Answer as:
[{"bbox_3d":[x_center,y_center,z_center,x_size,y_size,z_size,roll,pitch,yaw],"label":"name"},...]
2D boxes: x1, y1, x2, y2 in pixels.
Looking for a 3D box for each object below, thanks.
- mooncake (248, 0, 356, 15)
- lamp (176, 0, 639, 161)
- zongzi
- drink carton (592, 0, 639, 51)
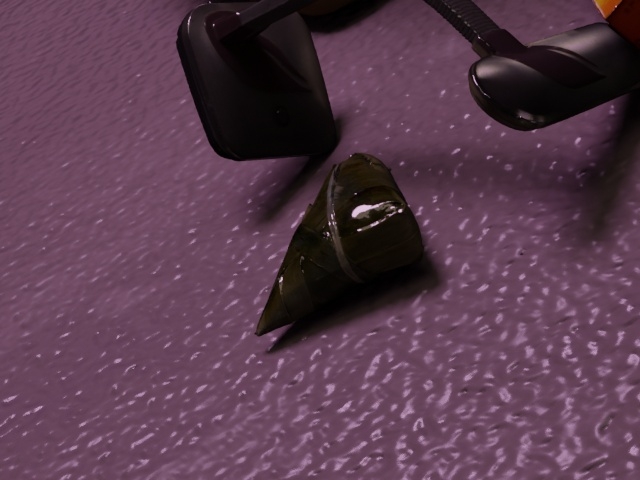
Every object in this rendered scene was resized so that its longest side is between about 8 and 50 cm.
[{"bbox_3d":[-0.012,-0.406,1.447,0.246,0.393,0.394,-41,-1,-35],"label":"mooncake"},{"bbox_3d":[0.068,-0.126,1.233,0.283,0.124,0.203,-4,2,42],"label":"lamp"},{"bbox_3d":[0.000,0.000,1.162,0.119,0.055,0.109,-34,27,6],"label":"zongzi"},{"bbox_3d":[0.219,-0.193,1.231,0.096,0.071,0.223,-49,19,17],"label":"drink carton"}]
